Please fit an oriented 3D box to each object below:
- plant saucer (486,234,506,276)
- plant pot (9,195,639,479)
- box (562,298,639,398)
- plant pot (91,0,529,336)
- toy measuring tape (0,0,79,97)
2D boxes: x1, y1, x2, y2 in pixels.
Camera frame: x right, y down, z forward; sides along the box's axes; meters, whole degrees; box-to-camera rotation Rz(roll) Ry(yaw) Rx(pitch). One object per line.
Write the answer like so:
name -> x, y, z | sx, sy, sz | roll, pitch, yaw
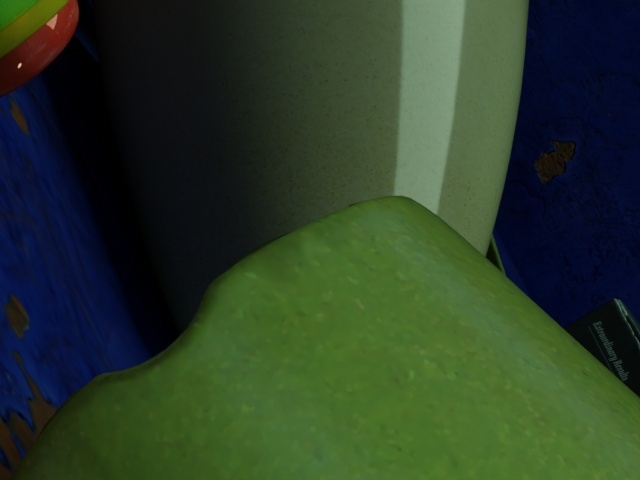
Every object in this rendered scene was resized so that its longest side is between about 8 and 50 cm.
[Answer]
plant saucer -> 0.082, 0.092, 1.291 | 0.188, 0.045, 0.188 | 62, 40, -63
plant pot -> 0.040, 0.135, 0.597 | 0.254, 0.276, 0.276 | 50, 5, 16
box -> 0.126, 0.155, 1.079 | 0.108, 0.207, 0.153 | 55, 10, -29
plant pot -> -0.004, -0.047, 1.007 | 0.256, 0.257, 0.274 | 52, 28, -44
toy measuring tape -> -0.136, -0.081, 0.663 | 0.121, 0.121, 0.330 | 56, 10, -29
